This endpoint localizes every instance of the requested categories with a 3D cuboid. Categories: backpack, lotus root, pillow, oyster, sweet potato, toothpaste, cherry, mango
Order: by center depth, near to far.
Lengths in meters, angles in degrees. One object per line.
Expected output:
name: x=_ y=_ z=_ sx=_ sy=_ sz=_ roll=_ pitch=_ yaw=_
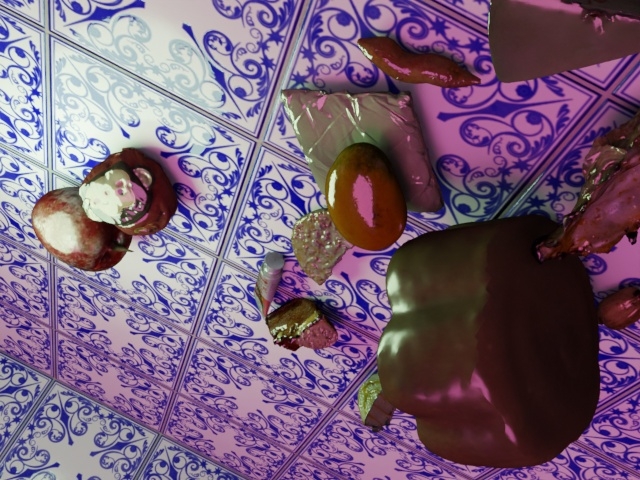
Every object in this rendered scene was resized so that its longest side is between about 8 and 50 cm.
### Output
oyster: x=0.469 y=-0.097 z=1.249 sx=0.096 sy=0.221 sz=0.361 roll=54 pitch=149 yaw=32
sweet potato: x=0.160 y=-0.289 z=1.304 sx=0.218 sy=0.051 sz=0.065 roll=21 pitch=142 yaw=9
mango: x=0.079 y=-0.080 z=1.429 sx=0.151 sy=0.120 sz=0.221 roll=6 pitch=131 yaw=36
pillow: x=0.083 y=-0.176 z=1.482 sx=0.280 sy=0.076 sz=0.274 roll=9 pitch=139 yaw=34
lotus root: x=0.594 y=0.136 z=1.552 sx=0.072 sy=0.063 sz=0.152 roll=48 pitch=141 yaw=-4
backpack: x=-0.444 y=-0.108 z=1.861 sx=0.229 sy=0.139 sz=0.229 roll=6 pitch=128 yaw=7
cherry: x=-0.609 y=-0.033 z=1.989 sx=0.300 sy=0.203 sz=0.230 roll=22 pitch=-174 yaw=19
toothpaste: x=-0.136 y=0.112 z=1.997 sx=0.057 sy=0.089 sz=0.234 roll=-12 pitch=151 yaw=-21

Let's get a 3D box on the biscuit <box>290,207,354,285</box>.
biscuit: x=0.001 y=-0.001 z=1.784 sx=0.141 sy=0.038 sz=0.290 roll=31 pitch=143 yaw=-4

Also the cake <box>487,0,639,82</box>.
cake: x=0.373 y=-0.295 z=1.079 sx=0.283 sy=0.158 sz=0.172 roll=16 pitch=144 yaw=11

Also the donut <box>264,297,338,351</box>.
donut: x=-0.043 y=0.222 z=2.042 sx=0.186 sy=0.144 sz=0.126 roll=-31 pitch=127 yaw=20

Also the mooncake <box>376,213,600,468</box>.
mooncake: x=0.322 y=0.179 z=1.451 sx=0.262 sy=0.467 sz=0.467 roll=-14 pitch=128 yaw=43

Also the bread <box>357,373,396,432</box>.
bread: x=0.147 y=0.439 z=2.165 sx=0.110 sy=0.156 sz=0.103 roll=19 pitch=159 yaw=46
